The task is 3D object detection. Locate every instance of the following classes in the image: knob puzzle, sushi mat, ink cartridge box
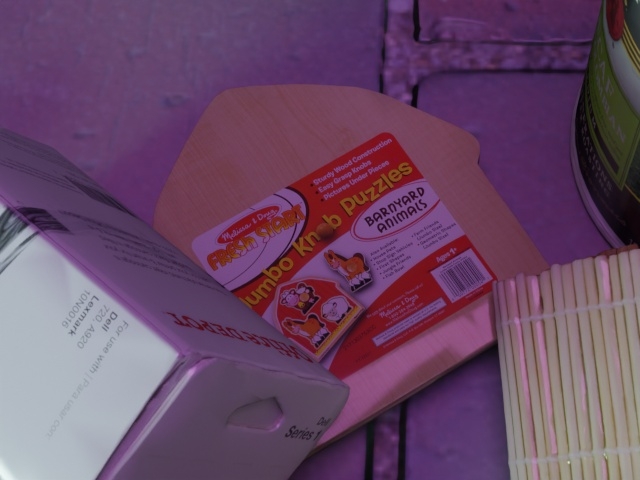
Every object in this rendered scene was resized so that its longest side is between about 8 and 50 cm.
[{"bbox_3d":[0.000,0.000,0.722,0.213,0.030,0.213,-1,66,3],"label":"knob puzzle"},{"bbox_3d":[0.147,0.149,0.589,0.151,0.019,0.316,-19,66,41],"label":"sushi mat"},{"bbox_3d":[-0.116,0.032,0.619,0.219,0.160,0.092,38,96,26],"label":"ink cartridge box"}]

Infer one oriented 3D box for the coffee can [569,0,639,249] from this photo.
[{"bbox_3d":[0.226,-0.105,0.622,0.202,0.275,0.201,-1,65,3],"label":"coffee can"}]
